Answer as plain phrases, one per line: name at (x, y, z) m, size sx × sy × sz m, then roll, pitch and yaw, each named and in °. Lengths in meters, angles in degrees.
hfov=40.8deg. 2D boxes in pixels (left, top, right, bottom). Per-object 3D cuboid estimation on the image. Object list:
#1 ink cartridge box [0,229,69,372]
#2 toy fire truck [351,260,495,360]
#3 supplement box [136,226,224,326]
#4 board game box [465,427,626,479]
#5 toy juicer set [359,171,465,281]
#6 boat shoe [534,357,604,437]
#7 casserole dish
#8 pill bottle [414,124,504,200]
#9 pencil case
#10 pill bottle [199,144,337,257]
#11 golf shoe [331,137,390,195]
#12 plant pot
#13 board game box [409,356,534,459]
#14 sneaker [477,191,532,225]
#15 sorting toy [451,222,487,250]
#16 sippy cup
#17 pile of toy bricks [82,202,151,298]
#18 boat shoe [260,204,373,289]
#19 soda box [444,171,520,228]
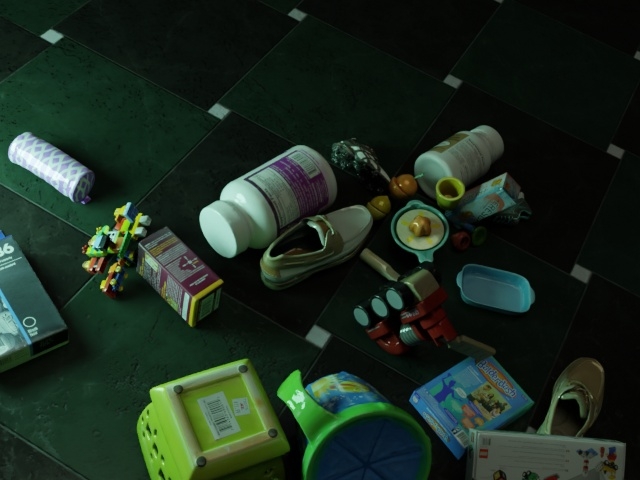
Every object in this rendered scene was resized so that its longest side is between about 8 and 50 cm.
ink cartridge box at (-0.656, 0.103, 1.733) m, size 0.165 × 0.065 × 0.333 m, roll -26°, pitch 61°, yaw -29°
toy fire truck at (0.224, 0.184, 1.806) m, size 0.158 × 0.217 × 0.246 m, roll -32°, pitch 88°, yaw -33°
supplement box at (-0.298, 0.076, 1.814) m, size 0.188 × 0.104 × 0.081 m, roll 42°, pitch 54°, yaw 20°
board game box at (0.428, 0.470, 1.647) m, size 0.305 × 0.053 × 0.193 m, roll 7°, pitch 85°, yaw -9°
toy juicer set at (0.195, -0.034, 2.003) m, size 0.209 × 0.089 × 0.329 m, roll 19°, pitch 61°, yaw 11°
boat shoe at (0.534, 0.348, 1.803) m, size 0.109 × 0.098 × 0.302 m, roll 33°, pitch 52°, yaw 14°
casserole dish at (0.403, 0.119, 1.998) m, size 0.188 × 0.037 × 0.114 m, roll 13°, pitch 50°, yaw -3°
pill bottle at (0.358, -0.204, 2.186) m, size 0.229 × 0.131 × 0.131 m, roll -32°, pitch 65°, yaw -33°
pencil case at (-0.609, -0.165, 1.943) m, size 0.206 × 0.088 × 0.086 m, roll 32°, pitch 44°, yaw 14°
pill bottle at (-0.119, -0.084, 1.947) m, size 0.301 × 0.169 × 0.169 m, roll -33°, pitch 66°, yaw -32°
golf shoe at (0.122, -0.194, 2.156) m, size 0.198 × 0.077 × 0.094 m, roll 42°, pitch 54°, yaw 18°
plant pot at (-0.191, 0.355, 1.549) m, size 0.227 × 0.207 × 0.228 m, roll -14°, pitch 57°, yaw -24°
board game box at (0.316, 0.336, 1.792) m, size 0.210 × 0.047 × 0.160 m, roll -25°, pitch 61°, yaw -29°
sneaker at (0.463, -0.067, 2.149) m, size 0.166 × 0.065 × 0.076 m, roll -21°, pitch 64°, yaw -25°
sorting toy at (0.356, -0.014, 2.088) m, size 0.102 × 0.061 × 0.042 m, roll -17°, pitch 28°, yaw -31°
sippy cup at (0.055, 0.361, 1.575) m, size 0.240 × 0.305 × 0.224 m, roll -13°, pitch 22°, yaw -13°
pile of toy bricks at (-0.459, 0.012, 1.841) m, size 0.105 × 0.118 × 0.212 m, roll -3°, pitch 55°, yaw 26°
boat shoe at (0.000, 0.000, 1.923) m, size 0.302 × 0.103 × 0.113 m, roll -34°, pitch 63°, yaw -24°
soda box at (0.390, -0.094, 2.072) m, size 0.058 × 0.183 × 0.063 m, roll 43°, pitch 47°, yaw -20°
